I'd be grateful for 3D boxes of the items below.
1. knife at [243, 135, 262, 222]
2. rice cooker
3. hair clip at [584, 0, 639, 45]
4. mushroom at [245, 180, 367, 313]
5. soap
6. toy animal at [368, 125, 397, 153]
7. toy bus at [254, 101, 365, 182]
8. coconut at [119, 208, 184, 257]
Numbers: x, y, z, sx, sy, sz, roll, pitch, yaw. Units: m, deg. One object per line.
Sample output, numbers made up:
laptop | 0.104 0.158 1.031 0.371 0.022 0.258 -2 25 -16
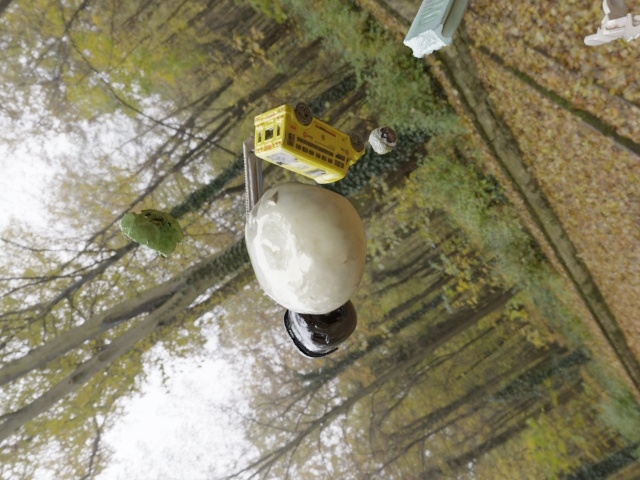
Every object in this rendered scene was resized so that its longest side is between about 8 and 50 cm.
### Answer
knife | -0.224 -0.183 1.632 0.043 0.089 0.364 -163 68 -82
rice cooker | -0.001 0.298 1.733 0.267 0.267 0.224 55 155 18
hair clip | 0.423 -0.283 0.608 0.034 0.072 0.226 9 -152 -3
mushroom | 0.000 0.000 1.109 0.314 0.314 0.336 53 -143 7
soap | 0.384 -0.731 1.509 0.094 0.261 0.150 36 160 -28
toy animal | 0.227 -0.353 1.640 0.098 0.098 0.137 54 -167 10
toy bus | -0.020 -0.256 1.290 0.330 0.144 0.151 15 -106 -45
coconut | -0.408 -0.025 1.160 0.158 0.055 0.133 -9 -120 -47
